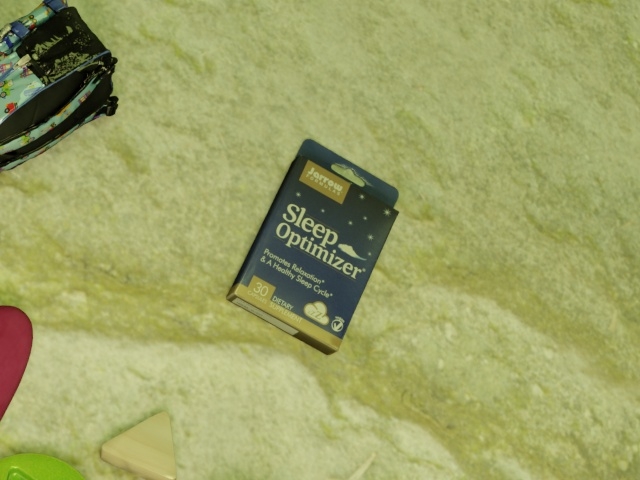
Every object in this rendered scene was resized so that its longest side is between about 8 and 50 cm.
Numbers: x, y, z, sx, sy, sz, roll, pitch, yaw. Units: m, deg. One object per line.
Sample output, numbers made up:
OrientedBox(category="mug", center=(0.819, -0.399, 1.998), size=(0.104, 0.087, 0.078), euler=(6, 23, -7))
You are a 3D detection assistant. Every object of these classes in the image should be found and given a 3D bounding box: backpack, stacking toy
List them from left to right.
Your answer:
OrientedBox(category="backpack", center=(-0.309, -0.156, 1.679), size=(0.173, 0.158, 0.117), euler=(-38, 82, -14))
OrientedBox(category="stacking toy", center=(-0.213, 0.344, 1.622), size=(0.309, 0.130, 0.279), euler=(-17, 56, -27))

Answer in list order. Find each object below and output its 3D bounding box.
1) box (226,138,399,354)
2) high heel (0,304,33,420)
OrientedBox(category="box", center=(0.000, 0.000, 1.812), size=(0.136, 0.036, 0.225), euler=(29, 66, -11))
OrientedBox(category="high heel", center=(-0.398, 0.192, 1.523), size=(0.127, 0.181, 0.377), euler=(41, 65, -6))
